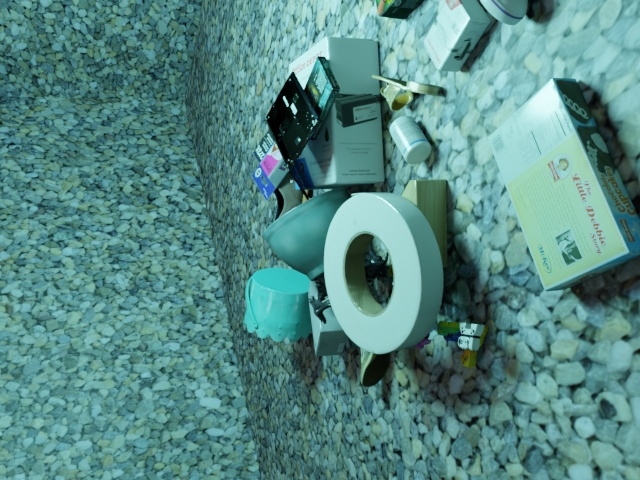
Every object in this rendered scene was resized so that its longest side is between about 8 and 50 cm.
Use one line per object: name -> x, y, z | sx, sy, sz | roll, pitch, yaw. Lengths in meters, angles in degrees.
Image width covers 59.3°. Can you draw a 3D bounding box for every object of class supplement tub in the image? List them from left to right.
supplement tub -> 0.220, -0.245, 1.373 | 0.071, 0.071, 0.107 | 115, 143, -48

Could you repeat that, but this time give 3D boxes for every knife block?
knife block -> 0.250, 0.024, 1.335 | 0.276, 0.088, 0.242 | 113, 143, -45

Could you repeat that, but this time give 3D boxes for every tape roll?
tape roll -> 0.138, 0.076, 1.364 | 0.392, 0.072, 0.392 | 11, 103, 57

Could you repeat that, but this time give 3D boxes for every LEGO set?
LEGO set -> 0.302, 0.230, 1.252 | 0.227, 0.087, 0.093 | 170, 110, -66

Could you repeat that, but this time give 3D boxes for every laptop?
laptop -> -0.056, -0.290, 1.589 | 0.264, 0.136, 0.234 | -54, 45, 33

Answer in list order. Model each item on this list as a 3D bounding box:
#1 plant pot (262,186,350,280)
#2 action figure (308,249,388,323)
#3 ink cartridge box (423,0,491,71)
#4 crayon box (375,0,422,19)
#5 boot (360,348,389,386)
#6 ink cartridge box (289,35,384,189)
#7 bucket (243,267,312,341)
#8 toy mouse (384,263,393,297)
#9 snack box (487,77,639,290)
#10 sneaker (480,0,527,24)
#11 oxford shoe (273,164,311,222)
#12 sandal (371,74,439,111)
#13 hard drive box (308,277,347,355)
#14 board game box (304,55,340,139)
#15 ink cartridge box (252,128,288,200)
plant pot -> 0.000, 0.000, 1.692 | 0.196, 0.293, 0.293 | 61, 152, 7
action figure -> 0.107, 0.127, 1.609 | 0.275, 0.141, 0.164 | -32, 21, 22
ink cartridge box -> 0.288, -0.445, 1.199 | 0.135, 0.056, 0.099 | 120, 139, -51
crayon box -> 0.194, -0.724, 1.331 | 0.202, 0.081, 0.319 | 158, 106, -65
boot -> 0.135, 0.305, 1.659 | 0.165, 0.077, 0.213 | 42, 126, 56
ink cartridge box -> 0.040, -0.354, 1.637 | 0.285, 0.166, 0.395 | -179, 85, -65
bucket -> -0.142, 0.225, 2.044 | 0.281, 0.281, 0.183 | 38, 123, 59
toy mouse -> 0.218, 0.128, 1.492 | 0.161, 0.031, 0.143 | 125, 135, -55
snack box -> 0.416, -0.093, 0.974 | 0.187, 0.060, 0.322 | 132, 129, -59
sneaker -> 0.346, -0.544, 1.003 | 0.161, 0.102, 0.282 | -28, 69, 61
oxford shoe -> -0.106, -0.230, 2.020 | 0.130, 0.132, 0.364 | -173, 83, -67
sandal -> 0.195, -0.357, 1.388 | 0.240, 0.088, 0.079 | 35, 120, 54
hard drive box -> 0.021, 0.225, 1.794 | 0.181, 0.089, 0.232 | 99, 166, -55
board game box -> -0.010, -0.379, 1.510 | 0.186, 0.026, 0.126 | -59, 44, 49
ink cartridge box -> -0.136, -0.335, 1.976 | 0.371, 0.069, 0.176 | -54, 42, 21
